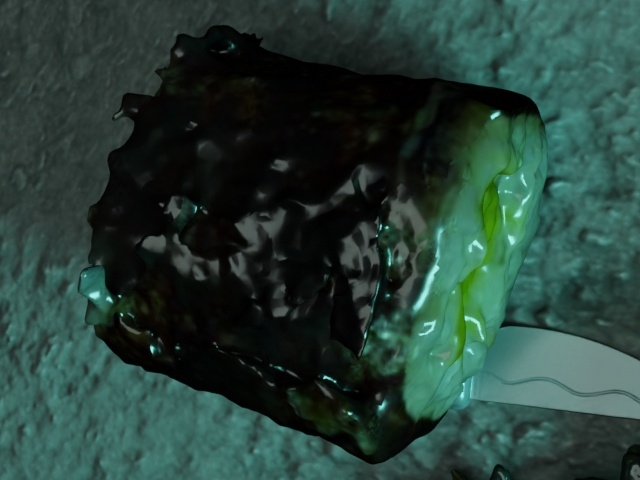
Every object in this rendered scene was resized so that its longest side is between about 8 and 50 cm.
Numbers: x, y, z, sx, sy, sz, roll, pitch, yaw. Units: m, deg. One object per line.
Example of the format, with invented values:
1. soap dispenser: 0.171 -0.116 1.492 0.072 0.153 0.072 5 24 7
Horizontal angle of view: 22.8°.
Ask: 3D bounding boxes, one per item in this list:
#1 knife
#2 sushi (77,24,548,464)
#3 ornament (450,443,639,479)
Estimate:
1. knife: 0.150 0.111 1.325 0.331 0.044 0.080 0 89 17
2. sushi: -0.002 0.000 1.229 0.294 0.281 0.299 17 81 19
3. ornament: 0.173 0.278 1.320 0.236 0.080 0.202 -8 93 22
